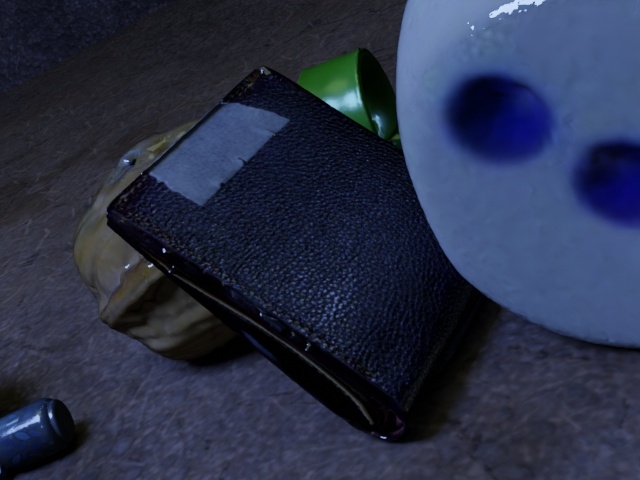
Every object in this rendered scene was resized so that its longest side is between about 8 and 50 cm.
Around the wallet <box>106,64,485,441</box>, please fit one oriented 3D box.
[{"bbox_3d":[0.000,0.000,0.761,0.221,0.262,0.071,-52,-2,-40],"label":"wallet"}]

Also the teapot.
[{"bbox_3d":[-0.255,0.178,0.866,0.083,0.063,0.049,-26,-6,6],"label":"teapot"}]

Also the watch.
[{"bbox_3d":[0.035,-0.122,1.036,0.131,0.152,0.165,-18,28,23],"label":"watch"}]

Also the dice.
[{"bbox_3d":[0.249,-0.120,0.693,0.304,0.277,0.304,-7,29,37],"label":"dice"}]

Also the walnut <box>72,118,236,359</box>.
[{"bbox_3d":[-0.106,-0.005,0.886,0.245,0.198,0.198,-42,22,15],"label":"walnut"}]
